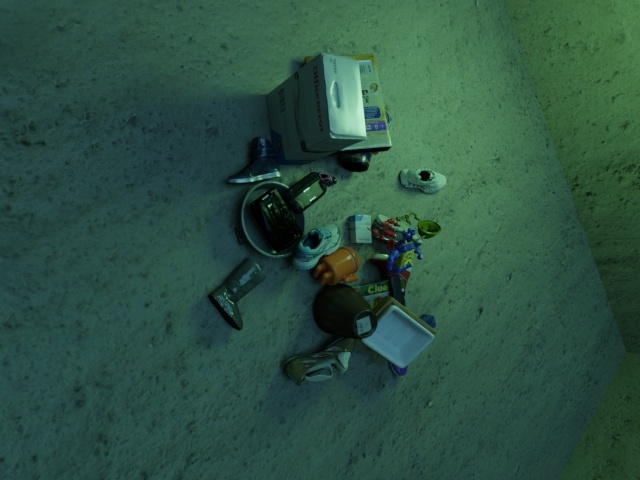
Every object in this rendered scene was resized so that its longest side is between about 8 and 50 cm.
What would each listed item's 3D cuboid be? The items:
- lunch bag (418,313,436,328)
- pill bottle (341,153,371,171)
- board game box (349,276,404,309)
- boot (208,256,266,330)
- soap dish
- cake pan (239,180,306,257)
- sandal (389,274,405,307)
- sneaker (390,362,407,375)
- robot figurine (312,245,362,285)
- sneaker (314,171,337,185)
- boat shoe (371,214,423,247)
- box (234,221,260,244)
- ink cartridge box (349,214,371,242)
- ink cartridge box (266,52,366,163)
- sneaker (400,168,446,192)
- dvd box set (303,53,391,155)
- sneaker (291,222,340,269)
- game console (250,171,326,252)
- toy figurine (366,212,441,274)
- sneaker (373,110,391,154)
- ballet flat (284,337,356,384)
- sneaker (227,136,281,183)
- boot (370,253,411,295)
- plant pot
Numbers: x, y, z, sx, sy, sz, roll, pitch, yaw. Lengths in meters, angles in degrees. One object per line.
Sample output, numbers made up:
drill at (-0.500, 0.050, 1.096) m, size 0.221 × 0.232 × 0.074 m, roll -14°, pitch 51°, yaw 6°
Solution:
lunch bag at (0.501, 0.397, 2.073) m, size 0.098 × 0.065 × 0.067 m, roll -23°, pitch 99°, yaw -34°
pill bottle at (0.166, -0.419, 1.886) m, size 0.123 × 0.123 × 0.219 m, roll 18°, pitch 76°, yaw -32°
board game box at (0.249, 0.245, 1.891) m, size 0.259 × 0.030 × 0.136 m, roll -8°, pitch 100°, yaw -22°
boot at (-0.277, 0.192, 1.569) m, size 0.208 × 0.076 × 0.190 m, roll -43°, pitch 111°, yaw -36°
soap dish at (0.310, 0.381, 1.825) m, size 0.291 × 0.118 × 0.229 m, roll 38°, pitch 100°, yaw -23°
cake pan at (-0.183, -0.077, 1.643) m, size 0.293 × 0.054 × 0.293 m, roll 7°, pitch 80°, yaw -39°
sandal at (0.328, 0.237, 1.892) m, size 0.067 × 0.040 × 0.179 m, roll -6°, pitch 87°, yaw -28°
sneaker at (0.378, 0.492, 1.959) m, size 0.095 × 0.104 × 0.236 m, roll 10°, pitch 81°, yaw -35°
robot figurine at (0.074, 0.104, 1.772) m, size 0.219 × 0.158 × 0.128 m, roll -27°, pitch 118°, yaw -33°
sneaker at (0.027, -0.260, 1.817) m, size 0.119 × 0.057 × 0.047 m, roll 8°, pitch 79°, yaw -35°
boat shoe at (0.350, -0.025, 2.011) m, size 0.319 × 0.116 × 0.099 m, roll 20°, pitch 118°, yaw -38°
box at (-0.272, -0.027, 1.615) m, size 0.083 × 0.018 × 0.067 m, roll -23°, pitch 99°, yaw -33°
ink cartridge box at (0.174, -0.048, 1.900) m, size 0.088 × 0.052 × 0.122 m, roll 1°, pitch 84°, yaw -34°
ink cartridge box at (-0.025, -0.460, 1.595) m, size 0.166 × 0.395 × 0.285 m, roll -6°, pitch 90°, yaw -34°
sneaker at (0.529, -0.299, 2.126) m, size 0.292 × 0.118 × 0.110 m, roll 0°, pitch 84°, yaw -36°
dvd box set at (0.110, -0.566, 1.806) m, size 0.307 × 0.062 × 0.420 m, roll -8°, pitch 82°, yaw -13°
sneaker at (0.000, 0.000, 1.696) m, size 0.283 × 0.110 × 0.122 m, roll -45°, pitch 154°, yaw -43°
game console at (-0.096, -0.133, 1.663) m, size 0.361 × 0.044 × 0.213 m, roll -42°, pitch 112°, yaw -36°
toy figurine at (0.347, 0.037, 1.862) m, size 0.362 × 0.191 × 0.217 m, roll -20°, pitch 127°, yaw -44°
sneaker at (0.258, -0.505, 1.985) m, size 0.087 × 0.083 × 0.221 m, roll 23°, pitch 70°, yaw -24°
ballet flat at (0.026, 0.478, 1.698) m, size 0.342 × 0.124 × 0.116 m, roll -12°, pitch 136°, yaw -34°
sneaker at (-0.257, -0.294, 1.603) m, size 0.226 × 0.086 × 0.163 m, roll -21°, pitch 105°, yaw -40°
boot at (0.307, 0.168, 1.953) m, size 0.244 × 0.088 × 0.176 m, roll 26°, pitch 73°, yaw -33°
plant pot at (0.116, 0.296, 1.694) m, size 0.215 × 0.230 × 0.215 m, roll -4°, pitch 99°, yaw -24°
